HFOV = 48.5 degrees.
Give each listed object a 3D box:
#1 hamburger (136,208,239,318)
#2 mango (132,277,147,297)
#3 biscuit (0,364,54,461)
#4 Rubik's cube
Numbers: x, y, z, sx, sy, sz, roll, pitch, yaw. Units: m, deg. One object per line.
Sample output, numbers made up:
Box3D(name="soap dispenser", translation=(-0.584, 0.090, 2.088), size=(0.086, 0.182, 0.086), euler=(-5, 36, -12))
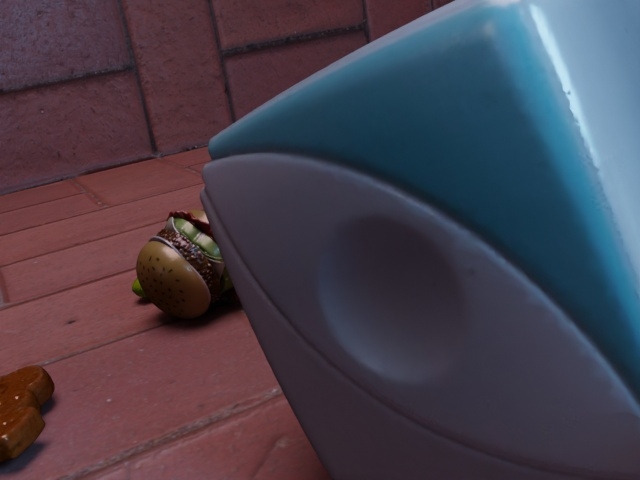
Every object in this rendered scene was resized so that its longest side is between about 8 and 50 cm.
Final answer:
Box3D(name="hamburger", translation=(-0.209, 0.043, 1.104), size=(0.175, 0.175, 0.137), euler=(8, 37, 44))
Box3D(name="mango", translation=(-0.275, 0.066, 1.227), size=(0.108, 0.056, 0.073), euler=(-25, 17, -33))
Box3D(name="biscuit", translation=(-0.464, 0.234, 0.824), size=(0.306, 0.043, 0.284), euler=(-7, 19, 16))
Box3D(name="Rubik's cube", translation=(0.153, -0.009, 0.623), size=(0.351, 0.352, 0.347), euler=(-16, 6, 43))
